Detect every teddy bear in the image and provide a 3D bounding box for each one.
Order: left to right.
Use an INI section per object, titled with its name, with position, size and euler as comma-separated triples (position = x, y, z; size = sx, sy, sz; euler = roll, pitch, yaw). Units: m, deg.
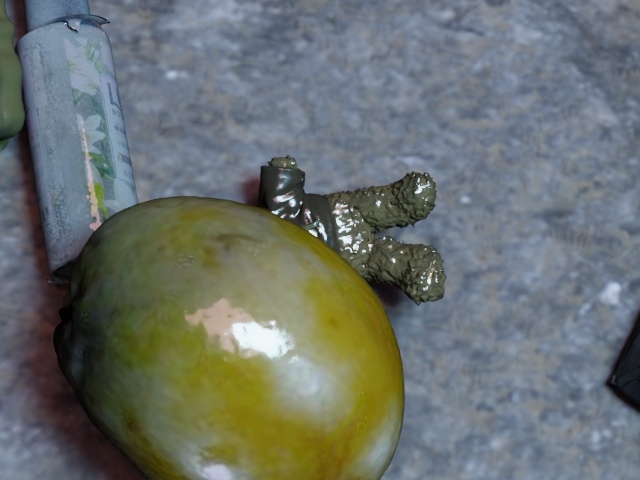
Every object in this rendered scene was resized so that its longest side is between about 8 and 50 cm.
[teddy bear]
position = 0.002, -0.001, 0.915
size = 0.160, 0.078, 0.119
euler = -6, 95, 0

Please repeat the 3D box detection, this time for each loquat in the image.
[loquat]
position = -0.053, 0.071, 0.812
size = 0.227, 0.179, 0.179
euler = 44, 66, -16

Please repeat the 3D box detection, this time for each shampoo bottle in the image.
[shampoo bottle]
position = -0.164, -0.080, 0.896
size = 0.072, 0.072, 0.214
euler = -7, 74, -17

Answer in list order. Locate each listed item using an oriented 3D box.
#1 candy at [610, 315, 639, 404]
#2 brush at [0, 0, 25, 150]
[candy]
position = 0.361, 0.147, 0.963
size = 0.312, 0.061, 0.088
euler = 31, 65, -3
[brush]
position = -0.225, -0.041, 0.868
size = 0.071, 0.084, 0.301
euler = -4, 79, -12
